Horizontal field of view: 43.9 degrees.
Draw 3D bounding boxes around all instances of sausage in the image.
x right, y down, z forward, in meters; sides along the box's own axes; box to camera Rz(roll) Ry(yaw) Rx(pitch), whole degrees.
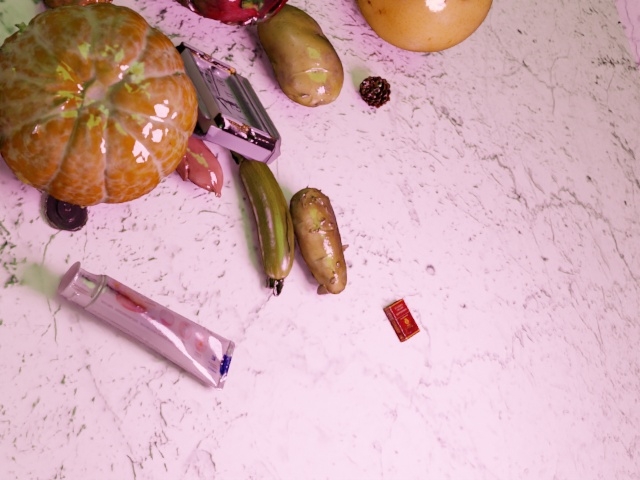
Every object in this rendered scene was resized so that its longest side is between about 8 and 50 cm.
[{"bbox_3d":[-0.328,-0.240,1.444,0.433,0.088,0.088,46,48,-12],"label":"sausage"}]

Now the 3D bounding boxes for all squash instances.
[{"bbox_3d":[-0.100,-0.050,1.542,0.080,0.071,0.318,-7,73,-33],"label":"squash"}]

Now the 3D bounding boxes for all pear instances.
[{"bbox_3d":[0.246,-0.630,1.933,0.348,0.348,0.348,18,59,-32],"label":"pear"}]

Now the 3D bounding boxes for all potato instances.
[{"bbox_3d":[0.000,0.000,1.582,0.117,0.090,0.225,-9,82,-64],"label":"potato"},{"bbox_3d":[-0.045,-0.398,1.716,0.248,0.144,0.169,58,8,5],"label":"potato"}]

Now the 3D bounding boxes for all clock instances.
[{"bbox_3d":[-0.193,-0.255,1.502,0.186,0.083,0.253,19,34,-49],"label":"clock"},{"bbox_3d":[-0.423,-0.053,1.324,0.074,0.010,0.083,12,62,-35],"label":"clock"}]

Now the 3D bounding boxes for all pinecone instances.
[{"bbox_3d":[0.130,-0.354,1.876,0.083,0.077,0.077,34,35,-78],"label":"pinecone"}]

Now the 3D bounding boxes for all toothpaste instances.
[{"bbox_3d":[-0.277,0.139,1.318,0.323,0.066,0.100,35,46,-27],"label":"toothpaste"}]

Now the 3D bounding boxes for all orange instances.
[{"bbox_3d":[-0.359,-0.215,1.268,0.330,0.249,0.329,-1,94,-14],"label":"orange"}]

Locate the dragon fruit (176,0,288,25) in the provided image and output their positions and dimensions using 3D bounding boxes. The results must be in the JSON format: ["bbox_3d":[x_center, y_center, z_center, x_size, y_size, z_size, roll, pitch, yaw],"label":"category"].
[{"bbox_3d":[-0.170,-0.584,1.581,0.329,0.329,0.329,18,59,-32],"label":"dragon fruit"}]

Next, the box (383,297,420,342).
[{"bbox_3d":[0.174,0.170,1.692,0.052,0.023,0.082,-26,86,-43],"label":"box"}]

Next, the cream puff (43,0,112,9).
[{"bbox_3d":[-0.429,-0.452,1.439,0.103,0.126,0.143,47,52,-31],"label":"cream puff"}]
